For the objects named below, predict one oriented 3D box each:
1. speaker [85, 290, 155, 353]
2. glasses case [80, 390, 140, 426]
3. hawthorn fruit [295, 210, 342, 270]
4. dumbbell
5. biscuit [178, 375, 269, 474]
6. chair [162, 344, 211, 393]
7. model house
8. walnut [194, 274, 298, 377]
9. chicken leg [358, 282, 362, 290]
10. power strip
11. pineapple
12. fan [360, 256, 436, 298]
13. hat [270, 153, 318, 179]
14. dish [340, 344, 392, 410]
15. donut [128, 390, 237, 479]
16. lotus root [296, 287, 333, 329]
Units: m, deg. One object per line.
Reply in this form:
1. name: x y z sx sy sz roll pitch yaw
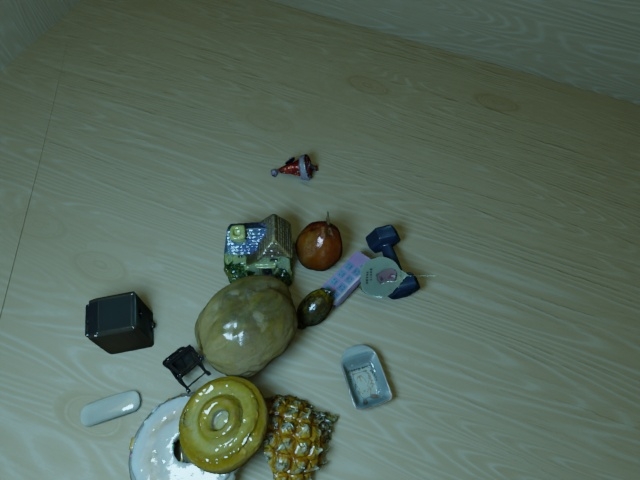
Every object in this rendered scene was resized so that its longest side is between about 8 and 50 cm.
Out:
1. speaker: -0.743 0.313 1.545 0.192 0.231 0.153 -10 62 -9
2. glasses case: -0.756 0.605 1.483 0.204 0.051 0.081 -14 64 -12
3. hawthorn fruit: 0.000 0.000 1.754 0.210 0.262 0.211 9 39 -7
4. dumbbell: 0.312 0.092 1.797 0.143 0.156 0.316 4 56 -36
5. biscuit: -0.312 0.577 1.316 0.296 0.102 0.297 -6 50 7
6. chair: -0.511 0.440 1.504 0.229 0.113 0.106 23 47 39
7. model house: -0.258 0.049 1.714 0.320 0.266 0.261 -2 57 -5
8. walnut: -0.266 0.321 1.520 0.383 0.384 0.384 2 61 -3
9. chicken leg: 0.188 0.166 1.795 0.178 0.070 0.093 38 81 29
10. power strip: 0.113 0.164 1.762 0.279 0.037 0.109 -45 53 -13
11. pineapple: -0.067 0.648 1.420 0.286 0.209 0.344 -19 62 -14
12. fan: 0.313 0.145 1.679 0.310 0.010 0.182 -4 66 16
13. hat: -0.137 -0.357 2.053 0.227 0.129 0.140 -6 18 11
14. dish: 0.165 0.524 1.589 0.153 0.064 0.234 -14 64 -11
15. donut: -0.442 0.712 1.394 0.382 0.142 0.383 2 61 -3
16. lotus root: -0.028 0.280 1.671 0.120 0.120 0.209 40 94 17
